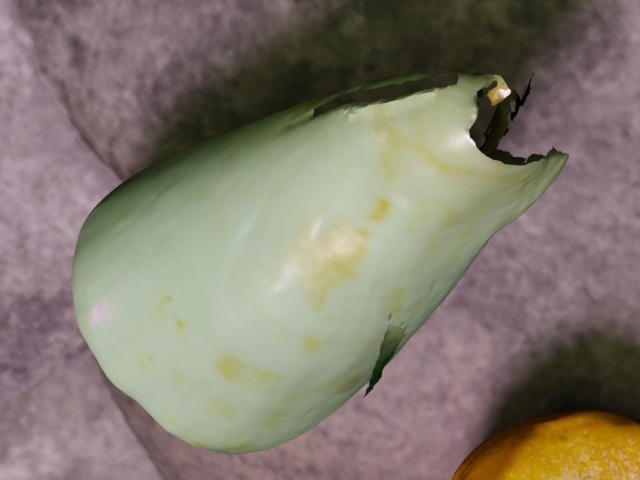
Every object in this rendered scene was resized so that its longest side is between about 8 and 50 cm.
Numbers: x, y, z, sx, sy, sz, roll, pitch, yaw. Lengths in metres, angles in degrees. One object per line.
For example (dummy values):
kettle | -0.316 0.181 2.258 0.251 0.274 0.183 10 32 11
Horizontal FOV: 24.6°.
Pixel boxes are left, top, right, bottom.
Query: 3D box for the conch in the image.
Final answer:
conch | 0.004 -0.007 0.614 0.250 0.143 0.137 -37 48 29

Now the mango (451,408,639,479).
mango | 0.144 0.170 0.663 0.217 0.102 0.141 40 77 -3
